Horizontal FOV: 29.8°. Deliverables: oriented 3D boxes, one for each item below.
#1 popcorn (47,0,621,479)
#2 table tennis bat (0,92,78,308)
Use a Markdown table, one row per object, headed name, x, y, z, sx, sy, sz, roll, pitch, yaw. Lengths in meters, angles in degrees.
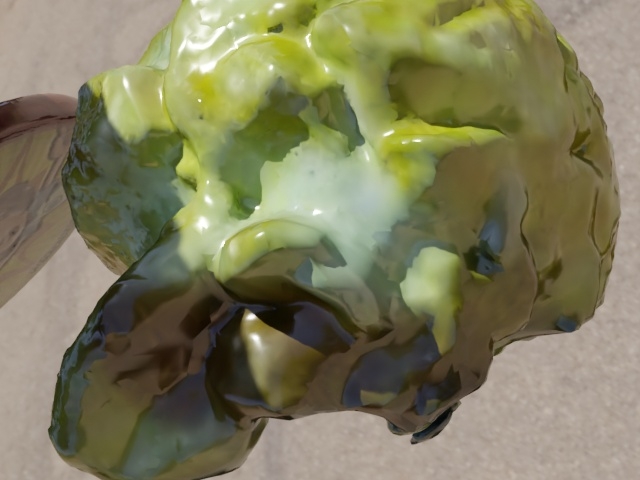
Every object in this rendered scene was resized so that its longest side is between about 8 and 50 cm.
| name | x | y | z | sx | sy | sz | roll | pitch | yaw |
| --- | --- | --- | --- | --- | --- | --- | --- | --- | --- |
| popcorn | 0.000 | 0.000 | 0.411 | 0.198 | 0.198 | 0.212 | -20 | 26 | 45 |
| table tennis bat | -0.216 | 0.034 | 0.537 | 0.310 | 0.038 | 0.200 | -40 | -11 | -32 |
